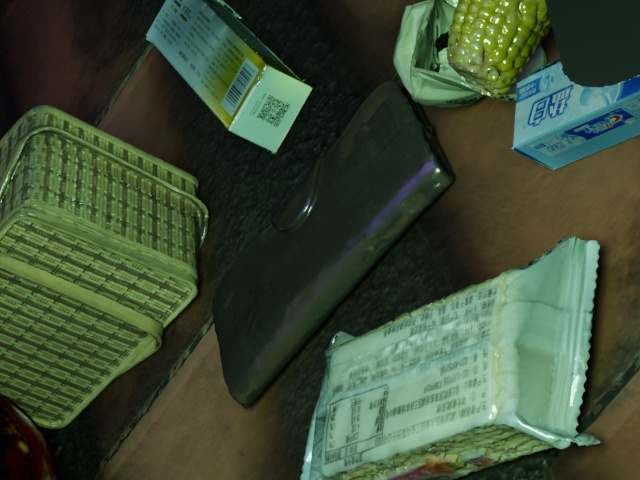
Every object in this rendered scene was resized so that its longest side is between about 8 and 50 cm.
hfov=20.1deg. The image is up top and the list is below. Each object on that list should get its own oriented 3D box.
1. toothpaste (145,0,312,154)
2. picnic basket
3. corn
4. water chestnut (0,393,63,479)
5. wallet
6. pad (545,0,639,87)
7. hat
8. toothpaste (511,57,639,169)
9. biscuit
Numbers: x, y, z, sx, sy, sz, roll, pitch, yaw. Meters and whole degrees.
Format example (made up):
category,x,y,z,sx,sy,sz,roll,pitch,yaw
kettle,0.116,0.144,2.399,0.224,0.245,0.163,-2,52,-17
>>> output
category,x,y,z,sx,sy,sz,roll,pitch,yaw
toothpaste,-0.106,-0.195,1.944,0.089,0.071,0.313,-60,31,12
picnic basket,-0.288,0.038,1.900,0.313,0.228,0.175,-42,36,34
corn,0.194,-0.266,1.480,0.097,0.097,0.319,11,69,59
water chestnut,-0.374,0.277,1.873,0.300,0.300,0.300,-36,41,39
wallet,0.000,0.000,1.669,0.309,0.042,0.165,-50,35,24
pad,0.307,-0.248,1.307,0.315,0.063,0.375,-22,39,16
hat,0.130,-0.158,1.570,0.122,0.081,0.166,-34,39,-25
toothpaste,0.254,-0.128,1.357,0.272,0.053,0.066,-23,50,48
biscuit,0.091,0.115,1.411,0.309,0.079,0.186,-29,44,45
